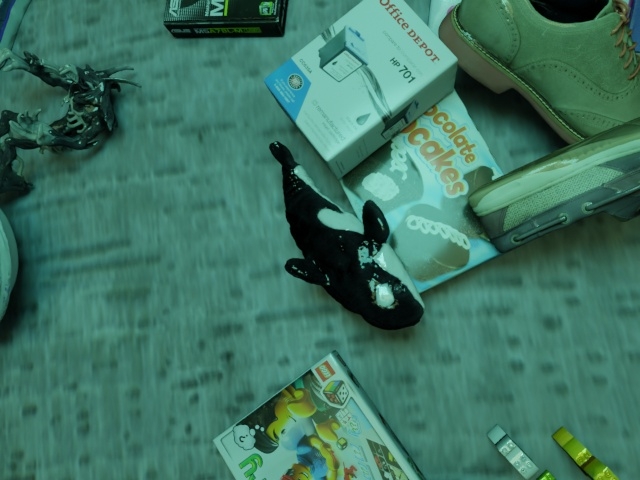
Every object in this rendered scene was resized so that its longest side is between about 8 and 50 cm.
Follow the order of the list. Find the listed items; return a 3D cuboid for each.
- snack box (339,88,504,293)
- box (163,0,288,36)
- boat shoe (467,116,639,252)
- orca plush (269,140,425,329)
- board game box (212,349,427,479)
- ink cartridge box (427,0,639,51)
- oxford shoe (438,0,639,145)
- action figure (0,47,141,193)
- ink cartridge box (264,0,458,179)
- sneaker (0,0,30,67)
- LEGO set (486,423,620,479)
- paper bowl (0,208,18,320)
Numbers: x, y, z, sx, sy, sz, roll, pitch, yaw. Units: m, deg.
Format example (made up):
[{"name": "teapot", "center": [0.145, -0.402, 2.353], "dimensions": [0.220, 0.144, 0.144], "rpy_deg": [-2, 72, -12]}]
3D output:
[{"name": "snack box", "center": [0.117, -0.103, 0.669], "dimensions": [0.187, 0.060, 0.322], "rpy_deg": [-27, 77, 5]}, {"name": "box", "center": [-0.137, -0.408, 0.773], "dimensions": [0.184, 0.045, 0.191], "rpy_deg": [5, 82, 9]}, {"name": "boat shoe", "center": [0.304, -0.064, 0.530], "dimensions": [0.285, 0.103, 0.093], "rpy_deg": [-22, 97, 27]}, {"name": "orca plush", "center": [0.000, 0.000, 0.618], "dimensions": [0.102, 0.151, 0.287], "rpy_deg": [-22, 75, -32]}, {"name": "board game box", "center": [0.028, 0.319, 0.625], "dimensions": [0.193, 0.053, 0.305], "rpy_deg": [-38, 77, 4]}, {"name": "ink cartridge box", "center": [0.311, -0.405, 0.614], "dimensions": [0.329, 0.071, 0.325], "rpy_deg": [6, 107, 13]}, {"name": "oxford shoe", "center": [0.310, -0.195, 0.572], "dimensions": [0.348, 0.130, 0.123], "rpy_deg": [26, 56, -6]}, {"name": "action figure", "center": [-0.408, -0.188, 0.744], "dimensions": [0.275, 0.141, 0.164], "rpy_deg": [-35, 65, 5]}, {"name": "ink cartridge box", "center": [0.050, -0.193, 0.623], "dimensions": [0.190, 0.082, 0.140], "rpy_deg": [-38, 76, 5]}, {"name": "sneaker", "center": [-0.566, -0.439, 0.760], "dimensions": [0.130, 0.236, 0.323], "rpy_deg": [9, 84, 12]}, {"name": "LEGO set", "center": [0.303, 0.286, 0.557], "dimensions": [0.087, 0.093, 0.227], "rpy_deg": [-44, 76, 2]}, {"name": "paper bowl", "center": [-0.553, 0.022, 0.709], "dimensions": [0.283, 0.148, 0.285], "rpy_deg": [4, 101, 20]}]
